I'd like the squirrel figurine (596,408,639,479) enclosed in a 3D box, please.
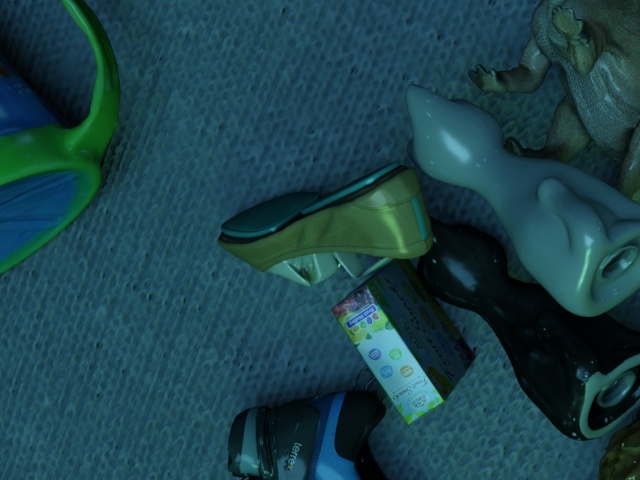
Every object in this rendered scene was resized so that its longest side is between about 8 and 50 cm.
[{"bbox_3d":[0.346,0.297,1.253,0.397,0.281,0.370,22,132,44],"label":"squirrel figurine"}]

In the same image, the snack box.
[{"bbox_3d":[0.063,0.070,1.328,0.037,0.141,0.100,-36,89,17],"label":"snack box"}]

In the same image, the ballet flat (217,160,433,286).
[{"bbox_3d":[0.000,0.000,1.317,0.232,0.080,0.073,-14,106,59],"label":"ballet flat"}]

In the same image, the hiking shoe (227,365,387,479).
[{"bbox_3d":[0.032,0.259,1.386,0.132,0.113,0.304,-19,99,10],"label":"hiking shoe"}]

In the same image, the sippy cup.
[{"bbox_3d":[-0.320,-0.087,1.375,0.224,0.305,0.240,59,152,10],"label":"sippy cup"}]

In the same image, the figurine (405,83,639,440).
[{"bbox_3d":[0.134,0.006,1.258,0.209,0.092,0.215,39,151,35],"label":"figurine"}]

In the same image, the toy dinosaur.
[{"bbox_3d":[0.221,-0.128,1.273,0.127,0.200,0.295,17,134,49],"label":"toy dinosaur"}]
